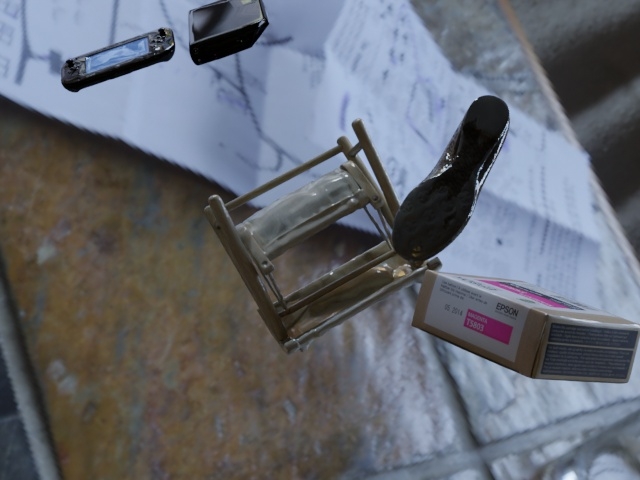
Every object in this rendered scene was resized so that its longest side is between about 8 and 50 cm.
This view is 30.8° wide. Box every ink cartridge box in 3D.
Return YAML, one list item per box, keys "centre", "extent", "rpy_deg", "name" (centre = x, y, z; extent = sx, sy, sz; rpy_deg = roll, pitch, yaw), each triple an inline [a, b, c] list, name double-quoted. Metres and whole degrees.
- centre: [0.272, 0.113, 1.543]
  extent: [0.193, 0.234, 0.088]
  rpy_deg: [9, 98, -38]
  name: "ink cartridge box"

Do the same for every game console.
- centre: [-0.260, -0.322, 1.927]
  extent: [0.213, 0.361, 0.044]
  rpy_deg: [-106, 176, -63]
  name: "game console"

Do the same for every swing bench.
- centre: [0.000, 0.000, 1.697]
  extent: [0.253, 0.165, 0.255]
  rpy_deg: [-28, 90, -9]
  name: "swing bench"

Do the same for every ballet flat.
- centre: [0.166, -0.073, 1.452]
  extent: [0.084, 0.058, 0.250]
  rpy_deg: [26, 70, 11]
  name: "ballet flat"
